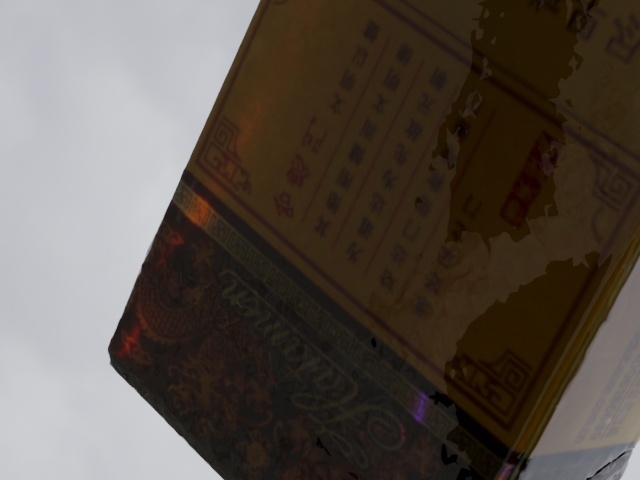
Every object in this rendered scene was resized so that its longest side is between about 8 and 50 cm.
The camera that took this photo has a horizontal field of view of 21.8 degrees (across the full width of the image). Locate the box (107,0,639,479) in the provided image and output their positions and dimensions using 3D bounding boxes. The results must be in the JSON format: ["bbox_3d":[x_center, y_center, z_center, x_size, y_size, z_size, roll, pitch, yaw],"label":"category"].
[{"bbox_3d":[0.073,-0.038,0.808,0.264,0.116,0.415,39,-66,34],"label":"box"}]
